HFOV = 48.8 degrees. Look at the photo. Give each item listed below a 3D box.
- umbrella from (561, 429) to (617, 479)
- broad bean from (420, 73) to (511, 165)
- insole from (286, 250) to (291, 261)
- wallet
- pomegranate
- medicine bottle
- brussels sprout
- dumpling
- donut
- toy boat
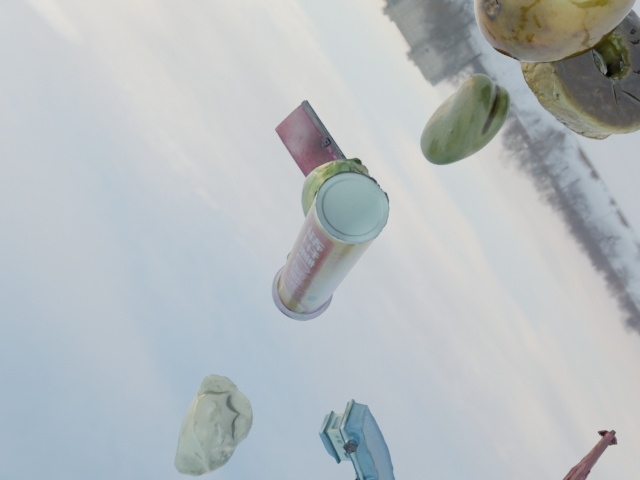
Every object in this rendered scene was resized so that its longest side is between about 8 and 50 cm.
[{"bbox_3d":[0.375,0.340,1.024,0.025,0.165,0.027,38,-178,-25],"label":"umbrella"},{"bbox_3d":[0.336,-0.273,1.664,0.121,0.263,0.189,15,-118,-21],"label":"broad bean"},{"bbox_3d":[0.000,0.000,1.512,0.081,0.248,0.011,-4,-111,-31],"label":"insole"},{"bbox_3d":[-0.012,-0.210,1.702,0.232,0.119,0.025,56,-147,7],"label":"wallet"},{"bbox_3d":[0.401,-0.446,1.215,0.307,0.307,0.307,47,-157,-27],"label":"pomegranate"},{"bbox_3d":[0.002,0.021,1.031,0.108,0.108,0.426,63,163,13],"label":"medicine bottle"},{"bbox_3d":[0.026,-0.061,1.213,0.149,0.122,0.151,-33,-69,-59],"label":"brussels sprout"},{"bbox_3d":[-0.234,0.418,1.565,0.151,0.124,0.229,26,-111,-12],"label":"dumpling"},{"bbox_3d":[0.554,-0.366,1.464,0.330,0.330,0.160,54,160,-12],"label":"donut"},{"bbox_3d":[0.071,0.403,1.299,0.238,0.098,0.109,68,-152,-27],"label":"toy boat"}]
